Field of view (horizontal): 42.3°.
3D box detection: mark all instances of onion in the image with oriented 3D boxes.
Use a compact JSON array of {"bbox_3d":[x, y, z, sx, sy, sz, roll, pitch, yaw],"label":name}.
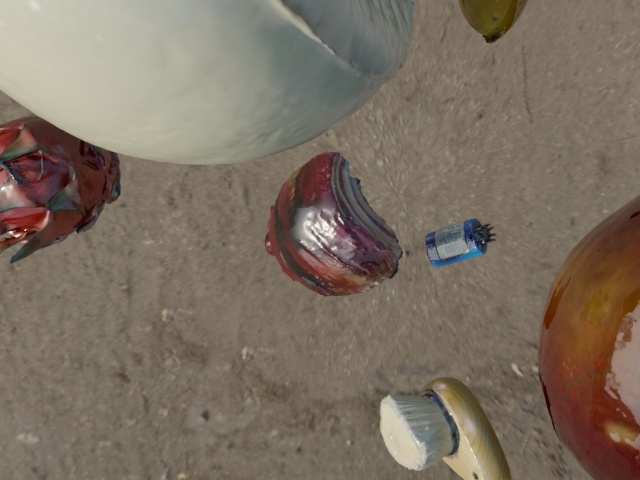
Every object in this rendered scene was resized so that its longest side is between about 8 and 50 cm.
[{"bbox_3d":[0.000,0.000,1.759,0.280,0.146,0.314,-40,85,24],"label":"onion"}]

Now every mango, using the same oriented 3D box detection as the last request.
[{"bbox_3d":[0.123,-0.205,0.588,0.063,0.077,0.127,14,138,21],"label":"mango"}]

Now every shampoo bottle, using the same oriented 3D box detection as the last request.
[{"bbox_3d":[0.322,0.003,1.904,0.183,0.050,0.087,-20,79,49],"label":"shampoo bottle"}]

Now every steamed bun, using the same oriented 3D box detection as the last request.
[{"bbox_3d":[-0.105,-0.215,0.446,0.241,0.374,0.375,-18,91,20],"label":"steamed bun"}]

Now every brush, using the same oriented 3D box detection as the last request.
[{"bbox_3d":[0.250,0.408,1.663,0.166,0.174,0.267,-19,47,-24],"label":"brush"}]

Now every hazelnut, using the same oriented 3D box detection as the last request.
[{"bbox_3d":[0.424,0.103,0.878,0.429,0.402,0.403,-11,93,-36],"label":"hazelnut"}]

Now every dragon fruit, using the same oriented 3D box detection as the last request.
[{"bbox_3d":[-0.394,-0.073,1.130,0.192,0.274,0.193,27,131,35],"label":"dragon fruit"}]
